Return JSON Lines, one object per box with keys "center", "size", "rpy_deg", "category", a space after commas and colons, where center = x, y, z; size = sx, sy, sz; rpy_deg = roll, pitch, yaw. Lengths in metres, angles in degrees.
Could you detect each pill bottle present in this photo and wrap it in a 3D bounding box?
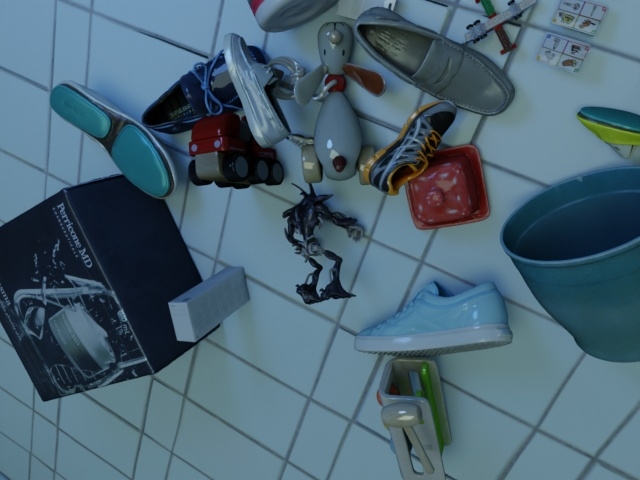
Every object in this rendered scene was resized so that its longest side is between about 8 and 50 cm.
{"center": [-0.101, -0.580, 0.932], "size": [0.176, 0.176, 0.318], "rpy_deg": [-21, 97, 29], "category": "pill bottle"}

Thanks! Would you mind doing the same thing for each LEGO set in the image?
{"center": [0.362, -0.410, 0.863], "size": [0.244, 0.060, 0.182], "rpy_deg": [24, 103, 15], "category": "LEGO set"}

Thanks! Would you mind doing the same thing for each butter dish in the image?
{"center": [0.235, -0.093, 0.973], "size": [0.160, 0.118, 0.159], "rpy_deg": [-8, 102, 27], "category": "butter dish"}

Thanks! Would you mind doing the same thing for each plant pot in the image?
{"center": [0.484, 0.055, 0.836], "size": [0.272, 0.271, 0.255], "rpy_deg": [-21, 111, 29], "category": "plant pot"}

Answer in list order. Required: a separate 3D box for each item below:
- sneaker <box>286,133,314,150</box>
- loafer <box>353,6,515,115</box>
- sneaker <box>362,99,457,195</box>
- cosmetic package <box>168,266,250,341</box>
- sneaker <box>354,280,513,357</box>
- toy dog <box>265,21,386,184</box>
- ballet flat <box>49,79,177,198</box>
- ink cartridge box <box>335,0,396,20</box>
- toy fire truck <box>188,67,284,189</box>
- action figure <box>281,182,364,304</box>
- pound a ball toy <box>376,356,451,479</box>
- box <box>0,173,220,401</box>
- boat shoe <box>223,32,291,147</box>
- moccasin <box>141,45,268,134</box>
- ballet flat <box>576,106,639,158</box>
{"center": [-0.043, -0.216, 1.111], "size": [0.083, 0.032, 0.036], "rpy_deg": [18, 115, 20], "category": "sneaker"}
{"center": [0.202, -0.318, 0.904], "size": [0.320, 0.111, 0.112], "rpy_deg": [29, 124, 5], "category": "loafer"}
{"center": [0.180, -0.169, 0.937], "size": [0.215, 0.084, 0.083], "rpy_deg": [-47, 47, 15], "category": "sneaker"}
{"center": [-0.266, 0.150, 1.218], "size": [0.061, 0.239, 0.098], "rpy_deg": [-4, 105, 25], "category": "cosmetic package"}
{"center": [0.231, 0.171, 1.082], "size": [0.366, 0.135, 0.150], "rpy_deg": [-15, 64, 36], "category": "sneaker"}
{"center": [0.027, -0.252, 0.977], "size": [0.220, 0.161, 0.333], "rpy_deg": [-23, 100, 5], "category": "toy dog"}
{"center": [-0.490, -0.263, 1.251], "size": [0.400, 0.139, 0.139], "rpy_deg": [39, 119, 4], "category": "ballet flat"}
{"center": [0.092, -0.459, 0.968], "size": [0.115, 0.029, 0.062], "rpy_deg": [22, 115, 16], "category": "ink cartridge box"}
{"center": [-0.165, -0.242, 1.068], "size": [0.159, 0.217, 0.246], "rpy_deg": [-3, 91, 27], "category": "toy fire truck"}
{"center": [0.000, 0.000, 1.109], "size": [0.164, 0.141, 0.275], "rpy_deg": [-18, 73, 37], "category": "action figure"}
{"center": [0.187, 0.407, 1.074], "size": [0.136, 0.208, 0.319], "rpy_deg": [-4, 119, 24], "category": "pound a ball toy"}
{"center": [-0.608, 0.126, 1.345], "size": [0.472, 0.297, 0.479], "rpy_deg": [-20, 98, 27], "category": "box"}
{"center": [-0.116, -0.298, 0.965], "size": [0.081, 0.079, 0.227], "rpy_deg": [-18, 97, 16], "category": "boat shoe"}
{"center": [-0.266, -0.322, 1.130], "size": [0.342, 0.117, 0.137], "rpy_deg": [-27, 95, 30], "category": "moccasin"}
{"center": [0.548, -0.170, 0.831], "size": [0.231, 0.077, 0.077], "rpy_deg": [12, 128, 19], "category": "ballet flat"}
